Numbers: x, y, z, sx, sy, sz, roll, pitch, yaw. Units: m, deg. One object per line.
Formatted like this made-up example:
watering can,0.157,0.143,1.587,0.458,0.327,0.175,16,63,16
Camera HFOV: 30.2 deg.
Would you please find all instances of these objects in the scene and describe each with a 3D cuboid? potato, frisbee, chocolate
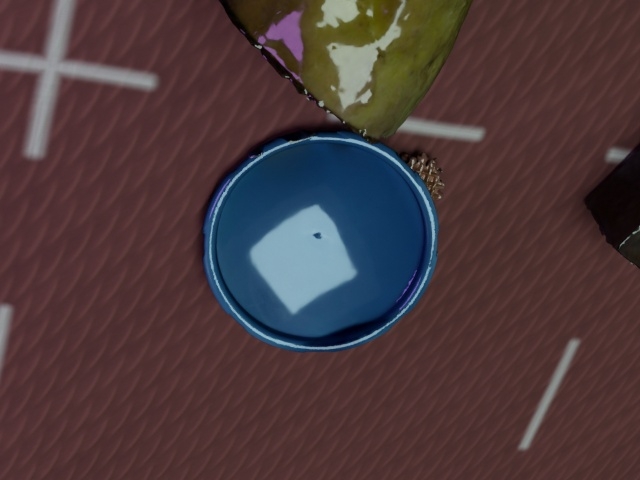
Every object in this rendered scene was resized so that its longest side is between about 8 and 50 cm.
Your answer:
potato,0.056,-0.252,0.964,0.229,0.229,0.266,24,116,-33
frisbee,0.000,0.000,1.203,0.242,0.045,0.242,-2,111,-5
chocolate,0.438,-0.106,1.278,0.112,0.112,0.321,33,108,-34

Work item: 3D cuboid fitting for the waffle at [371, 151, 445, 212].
waffle,0.091,-0.054,1.228,0.083,0.029,0.075,-35,129,1

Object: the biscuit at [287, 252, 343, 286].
biscuit,0.000,0.045,1.263,0.084,0.023,0.084,-9,126,-13
